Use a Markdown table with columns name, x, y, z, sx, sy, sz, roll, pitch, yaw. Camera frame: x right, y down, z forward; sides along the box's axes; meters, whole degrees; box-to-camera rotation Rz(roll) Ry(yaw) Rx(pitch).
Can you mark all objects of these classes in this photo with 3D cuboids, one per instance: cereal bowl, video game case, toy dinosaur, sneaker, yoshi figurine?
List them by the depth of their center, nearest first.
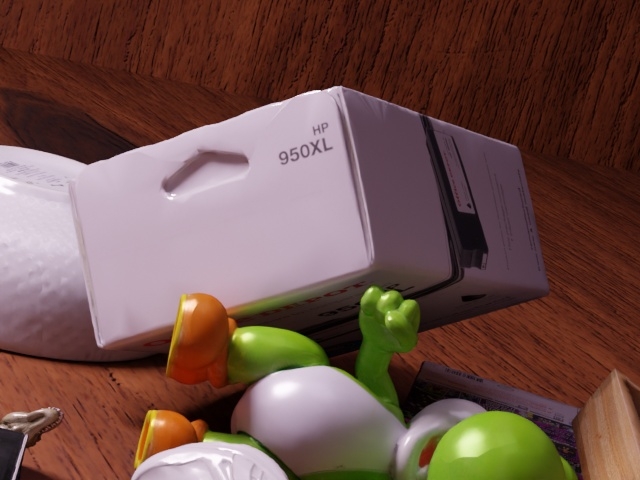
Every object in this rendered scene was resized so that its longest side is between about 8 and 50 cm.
| name | x | y | z | sx | sy | sz | roll | pitch | yaw |
| --- | --- | --- | --- | --- | --- | --- | --- | --- | --- |
| sneaker | -0.053 | 0.213 | 1.296 | 0.232 | 0.090 | 0.115 | 20 | 19 | 28 |
| toy dinosaur | -0.329 | 0.133 | 1.365 | 0.268 | 0.064 | 0.118 | 11 | -5 | -7 |
| yoshi figurine | 0.046 | 0.160 | 1.452 | 0.362 | 0.204 | 0.203 | 16 | 28 | -7 |
| video game case | 0.193 | 0.191 | 1.772 | 0.232 | 0.042 | 0.210 | 17 | 13 | 6 |
| cereal bowl | -0.290 | -0.004 | 1.821 | 0.339 | 0.141 | 0.339 | 15 | 14 | -4 |

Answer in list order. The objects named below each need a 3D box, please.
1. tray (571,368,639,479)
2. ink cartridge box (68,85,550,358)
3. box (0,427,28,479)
| name | x | y | z | sx | sy | sz | roll | pitch | yaw |
| --- | --- | --- | --- | --- | --- | --- | --- | --- | --- |
| tray | 0.313 | 0.245 | 1.486 | 0.203 | 0.076 | 0.411 | 37 | 11 | -3 |
| ink cartridge box | 0.000 | 0.000 | 1.691 | 0.285 | 0.166 | 0.395 | -18 | -13 | 26 |
| box | -0.329 | 0.178 | 1.142 | 0.257 | 0.079 | 0.322 | 12 | 13 | -7 |
